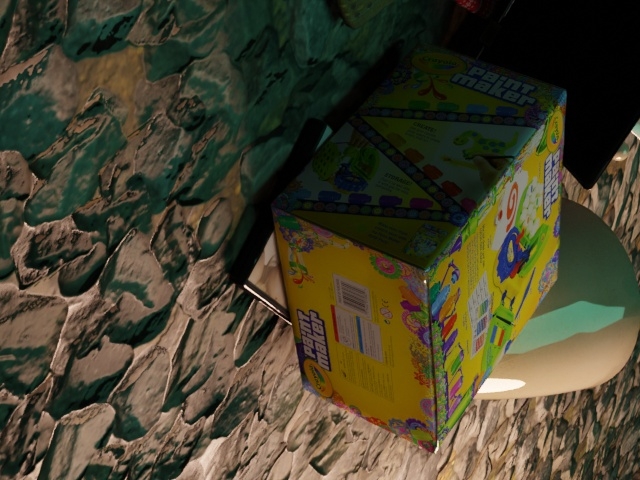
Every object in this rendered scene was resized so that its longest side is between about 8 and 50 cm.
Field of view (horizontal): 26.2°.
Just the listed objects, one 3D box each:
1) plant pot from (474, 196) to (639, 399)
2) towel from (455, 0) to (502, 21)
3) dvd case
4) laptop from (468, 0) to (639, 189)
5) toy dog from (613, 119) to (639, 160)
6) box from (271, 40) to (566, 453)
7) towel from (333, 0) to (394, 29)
[{"bbox_3d":[0.207,0.093,1.699,0.274,0.256,0.257,-13,124,-39],"label":"plant pot"},{"bbox_3d":[0.176,-0.355,1.475,0.275,0.031,0.199,11,101,-64],"label":"towel"},{"bbox_3d":[0.000,0.000,1.432,0.180,0.022,0.253,-64,154,-8],"label":"dvd case"},{"bbox_3d":[0.368,-0.300,1.532,0.382,0.236,0.408,-59,162,24],"label":"laptop"},{"bbox_3d":[0.495,-0.183,1.798,0.333,0.161,0.220,-37,164,6],"label":"toy dog"},{"bbox_3d":[0.112,0.006,1.422,0.279,0.177,0.290,-49,149,-32],"label":"box"},{"bbox_3d":[0.136,-0.373,1.217,0.370,0.040,0.271,-37,150,-4],"label":"towel"}]
